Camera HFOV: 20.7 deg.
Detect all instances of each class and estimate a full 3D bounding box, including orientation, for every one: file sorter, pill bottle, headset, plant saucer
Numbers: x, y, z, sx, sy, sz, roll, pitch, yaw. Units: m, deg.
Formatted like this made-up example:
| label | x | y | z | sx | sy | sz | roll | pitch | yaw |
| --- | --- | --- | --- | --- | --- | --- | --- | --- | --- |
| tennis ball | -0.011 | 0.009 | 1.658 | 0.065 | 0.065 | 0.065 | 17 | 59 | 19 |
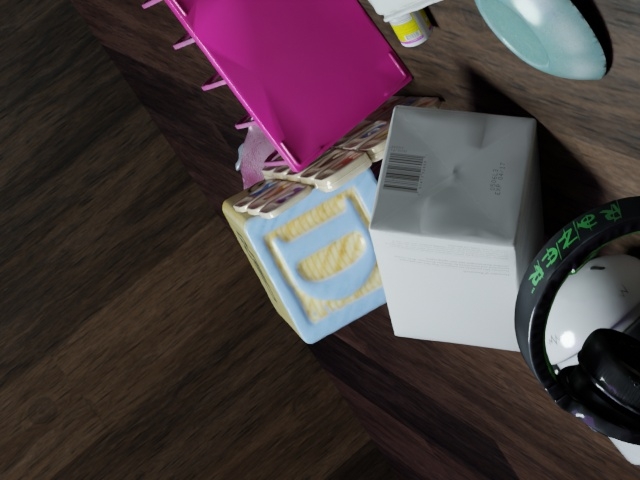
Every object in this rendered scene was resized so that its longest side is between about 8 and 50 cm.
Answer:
| label | x | y | z | sx | sy | sz | roll | pitch | yaw |
| --- | --- | --- | --- | --- | --- | --- | --- | --- | --- |
| file sorter | -0.067 | -0.263 | 2.310 | 0.291 | 0.202 | 0.182 | 53 | 166 | -12 |
| pill bottle | 0.098 | -0.274 | 2.076 | 0.043 | 0.043 | 0.083 | 31 | 157 | 57 |
| headset | 0.376 | 0.130 | 1.823 | 0.394 | 0.243 | 0.185 | 43 | -170 | -31 |
| plant saucer | 0.209 | -0.225 | 1.788 | 0.195 | 0.037 | 0.195 | 44 | 172 | 8 |

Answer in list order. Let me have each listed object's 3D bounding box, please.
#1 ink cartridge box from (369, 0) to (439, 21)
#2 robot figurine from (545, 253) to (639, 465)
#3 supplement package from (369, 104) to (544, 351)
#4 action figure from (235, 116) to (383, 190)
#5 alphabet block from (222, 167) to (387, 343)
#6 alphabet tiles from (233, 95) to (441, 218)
| label | x | y | z | sx | sy | sz | roll | pitch | yaw |
| --- | --- | --- | --- | --- | --- | --- | --- | --- | --- |
| ink cartridge box | 0.023 | -0.402 | 1.549 | 0.385 | 0.160 | 0.279 | 50 | 171 | -10 |
| robot figurine | 0.378 | 0.146 | 2.032 | 0.278 | 0.209 | 0.173 | 50 | -170 | -1 |
| supplement package | 0.172 | -0.009 | 2.135 | 0.175 | 0.178 | 0.293 | 6 | 153 | 13 |
| action figure | 0.054 | -0.088 | 2.630 | 0.370 | 0.248 | 0.276 | 10 | 97 | 54 |
| alphabet block | 0.000 | 0.000 | 2.370 | 0.193 | 0.192 | 0.197 | 64 | 175 | -14 |
| alphabet tiles | 0.018 | -0.115 | 2.284 | 0.021 | 0.278 | 0.284 | 60 | 166 | -14 |
